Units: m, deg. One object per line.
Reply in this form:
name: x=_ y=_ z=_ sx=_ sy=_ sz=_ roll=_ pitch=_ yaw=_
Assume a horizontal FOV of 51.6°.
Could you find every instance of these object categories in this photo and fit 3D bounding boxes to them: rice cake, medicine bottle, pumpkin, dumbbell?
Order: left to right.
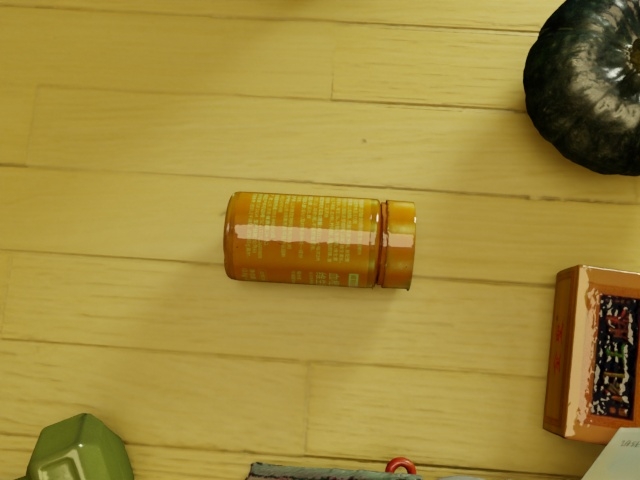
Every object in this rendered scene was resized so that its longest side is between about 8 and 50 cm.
dumbbell: x=-0.341 y=0.274 z=0.651 sx=0.302 sy=0.108 sz=0.121 roll=-20 pitch=81 yaw=-2
medicine bottle: x=0.000 y=0.000 z=0.695 sx=0.192 sy=0.096 sz=0.096 roll=4 pitch=80 yaw=1
rice cake: x=0.006 y=0.238 z=0.640 sx=0.208 sy=0.033 sz=0.033 roll=-8 pitch=87 yaw=32
pumpkin: x=0.321 y=-0.170 z=0.685 sx=0.212 sy=0.152 sz=0.211 roll=0 pitch=95 yaw=5

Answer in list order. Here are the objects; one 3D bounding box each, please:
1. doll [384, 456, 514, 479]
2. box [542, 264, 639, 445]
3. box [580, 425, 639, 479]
doll: x=0.170 y=0.346 z=0.634 sx=0.200 sy=0.105 sz=0.336 roll=-39 pitch=89 yaw=-4
box: x=0.378 y=0.131 z=0.672 sx=0.274 sy=0.076 sz=0.174 roll=8 pitch=80 yaw=3
box: x=0.311 y=0.313 z=0.579 sx=0.135 sy=0.079 sz=0.269 roll=-29 pitch=101 yaw=-36
